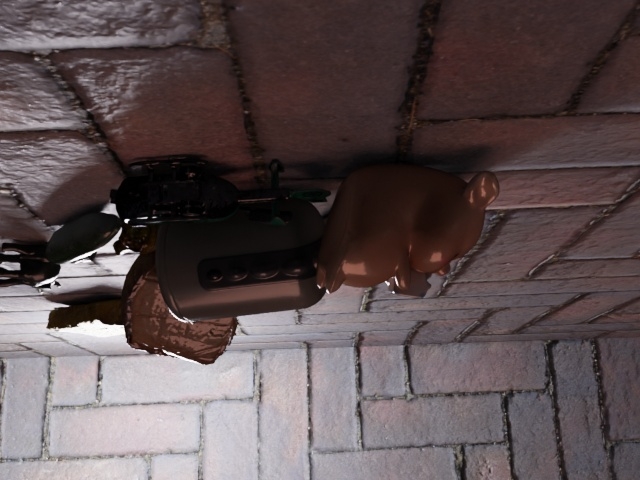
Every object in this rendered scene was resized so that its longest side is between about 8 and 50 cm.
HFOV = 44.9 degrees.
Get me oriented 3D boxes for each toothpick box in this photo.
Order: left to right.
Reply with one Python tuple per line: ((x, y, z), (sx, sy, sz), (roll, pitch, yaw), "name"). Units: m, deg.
((-0.117, 0.033, 1.379), (0.316, 0.229, 0.229), (-6, 164, 12), "toothpick box")

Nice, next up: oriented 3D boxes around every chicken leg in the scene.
((-0.369, -0.005, 1.508), (0.093, 0.070, 0.178), (31, 155, -23), "chicken leg")

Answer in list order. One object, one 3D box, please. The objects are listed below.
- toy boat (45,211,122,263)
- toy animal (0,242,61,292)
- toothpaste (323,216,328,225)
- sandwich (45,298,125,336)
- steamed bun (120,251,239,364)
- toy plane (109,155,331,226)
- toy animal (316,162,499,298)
((-0.439, -0.003, 1.465), (0.085, 0.078, 0.260), (30, 150, -31), "toy boat")
((-0.640, 0.069, 1.696), (0.137, 0.082, 0.269), (4, 163, -17), "toy animal")
((0.000, 0.000, 1.574), (0.114, 0.073, 0.299), (3, 171, -19), "toothpaste")
((-0.636, 0.225, 2.264), (0.251, 0.087, 0.226), (-10, 161, 36), "sandwich")
((-0.290, 0.106, 1.659), (0.252, 0.199, 0.301), (15, 130, -10), "steamed bun")
((-0.174, -0.068, 1.237), (0.382, 0.106, 0.155), (-4, 171, 5), "toy plane")
((0.133, -0.016, 1.230), (0.256, 0.212, 0.195), (4, 179, -14), "toy animal")
